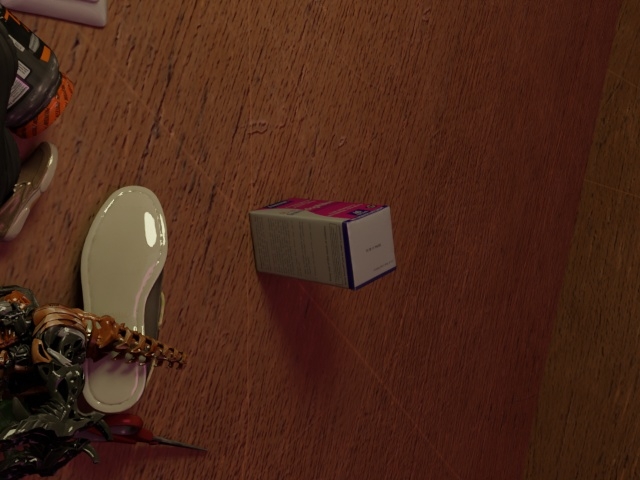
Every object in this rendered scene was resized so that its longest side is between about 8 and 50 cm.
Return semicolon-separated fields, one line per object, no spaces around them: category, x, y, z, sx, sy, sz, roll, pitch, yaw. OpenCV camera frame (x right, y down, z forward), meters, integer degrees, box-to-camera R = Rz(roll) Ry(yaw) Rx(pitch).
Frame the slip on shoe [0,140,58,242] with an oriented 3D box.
slip on shoe;-0.368;-0.065;0.845;0.041;0.051;0.135;37;76;-47

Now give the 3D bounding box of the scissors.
scissors;-0.267;0.292;1.023;0.297;0.109;0.021;59;20;-63

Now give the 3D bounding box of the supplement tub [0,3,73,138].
supplement tub;-0.376;-0.205;0.762;0.190;0.117;0.117;45;63;-43

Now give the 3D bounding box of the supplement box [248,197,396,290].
supplement box;0.000;0.000;1.138;0.111;0.220;0.113;-23;111;-45

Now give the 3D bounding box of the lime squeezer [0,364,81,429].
lime squeezer;-0.414;0.201;0.845;0.310;0.059;0.109;0;63;-48

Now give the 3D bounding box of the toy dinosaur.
toy dinosaur;-0.320;0.142;0.795;0.322;0.218;0.164;-10;148;-9

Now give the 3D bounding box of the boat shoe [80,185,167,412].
boat shoe;-0.267;0.079;0.944;0.109;0.091;0.304;4;75;-8

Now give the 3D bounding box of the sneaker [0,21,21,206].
sneaker;-0.358;-0.113;0.683;0.286;0.109;0.130;100;-13;-45

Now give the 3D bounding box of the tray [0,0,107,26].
tray;-0.322;-0.414;0.856;0.145;0.030;0.270;-4;99;-47
